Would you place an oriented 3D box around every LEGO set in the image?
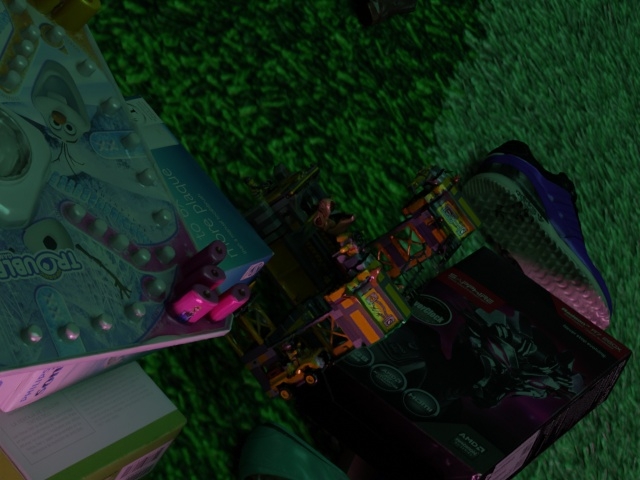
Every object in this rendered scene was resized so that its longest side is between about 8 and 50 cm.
[{"bbox_3d":[0.000,0.000,1.760,0.192,0.255,0.331,53,41,-6],"label":"LEGO set"}]

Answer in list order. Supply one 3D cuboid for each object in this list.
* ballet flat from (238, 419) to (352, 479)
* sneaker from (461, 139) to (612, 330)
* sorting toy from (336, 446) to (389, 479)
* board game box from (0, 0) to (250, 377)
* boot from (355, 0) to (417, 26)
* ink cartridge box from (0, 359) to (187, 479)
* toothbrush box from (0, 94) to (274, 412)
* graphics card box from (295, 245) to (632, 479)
[{"bbox_3d":[0.021,0.282,1.760,0.247,0.083,0.087,29,67,8],"label":"ballet flat"},{"bbox_3d":[0.309,-0.014,2.232,0.293,0.102,0.146,53,44,-23],"label":"sneaker"},{"bbox_3d":[0.101,0.376,1.877,0.257,0.089,0.255,50,46,-26],"label":"sorting toy"},{"bbox_3d":[-0.268,-0.081,1.372,0.390,0.050,0.390,-7,64,-52],"label":"board game box"},{"bbox_3d":[0.079,-0.328,2.126,0.114,0.037,0.106,-28,112,-46],"label":"boot"},{"bbox_3d":[-0.277,0.130,1.538,0.255,0.097,0.189,47,38,16],"label":"ink cartridge box"},{"bbox_3d":[-0.221,0.002,1.531,0.216,0.126,0.295,50,34,15],"label":"toothbrush box"},{"bbox_3d":[0.171,0.155,1.938,0.233,0.094,0.371,37,38,20],"label":"graphics card box"}]
